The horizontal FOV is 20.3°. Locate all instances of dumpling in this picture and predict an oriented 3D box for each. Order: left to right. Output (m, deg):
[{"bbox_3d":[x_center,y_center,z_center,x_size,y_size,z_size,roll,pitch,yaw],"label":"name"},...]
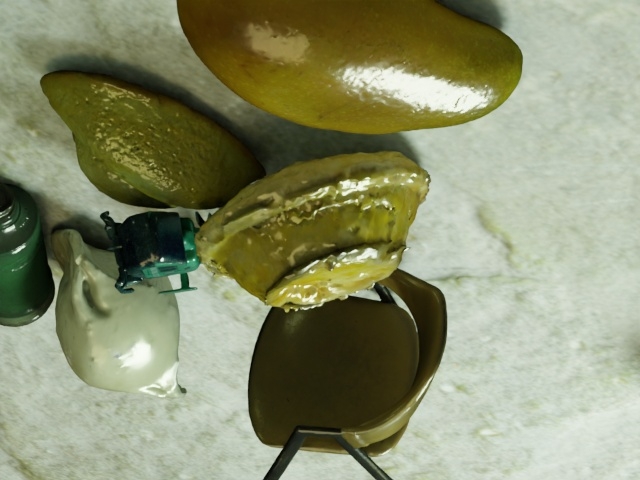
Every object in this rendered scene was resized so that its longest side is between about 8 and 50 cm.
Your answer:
[{"bbox_3d":[-0.190,0.060,1.595,0.111,0.181,0.155,-13,-158,-26],"label":"dumpling"}]

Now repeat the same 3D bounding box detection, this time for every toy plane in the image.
[{"bbox_3d":[-0.120,0.006,1.429,0.096,0.060,0.235,-13,173,-2],"label":"toy plane"}]

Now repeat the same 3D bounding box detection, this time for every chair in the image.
[{"bbox_3d":[0.027,0.115,1.519,0.172,0.159,0.247,6,156,9],"label":"chair"}]

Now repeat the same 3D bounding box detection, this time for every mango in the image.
[{"bbox_3d":[0.017,-0.122,1.100,0.227,0.099,0.136,15,150,-24],"label":"mango"}]

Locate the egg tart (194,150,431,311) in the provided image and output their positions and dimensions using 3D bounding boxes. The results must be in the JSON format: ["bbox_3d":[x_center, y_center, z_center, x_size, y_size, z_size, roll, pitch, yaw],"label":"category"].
[{"bbox_3d":[0.000,0.000,1.317,0.191,0.074,0.191,-17,165,-5],"label":"egg tart"}]

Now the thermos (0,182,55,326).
[{"bbox_3d":[-0.274,0.001,1.548,0.073,0.083,0.187,-7,155,-7],"label":"thermos"}]

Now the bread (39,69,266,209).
[{"bbox_3d":[-0.143,-0.063,1.345,0.149,0.065,0.188,-5,152,45],"label":"bread"}]
